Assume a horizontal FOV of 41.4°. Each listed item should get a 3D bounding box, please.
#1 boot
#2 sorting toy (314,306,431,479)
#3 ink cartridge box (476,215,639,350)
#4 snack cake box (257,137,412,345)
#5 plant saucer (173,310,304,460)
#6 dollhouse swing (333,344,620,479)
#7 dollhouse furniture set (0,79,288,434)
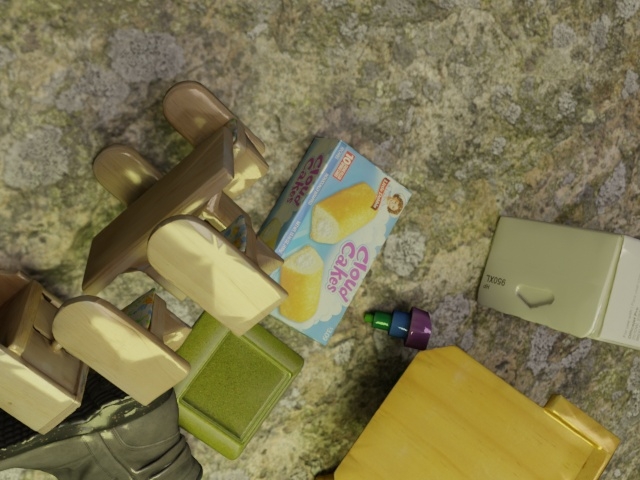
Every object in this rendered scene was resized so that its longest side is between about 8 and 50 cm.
[{"bbox_3d":[-0.330,0.304,1.111,0.338,0.118,0.222,-14,118,-12],"label":"boot"},{"bbox_3d":[0.077,0.276,1.339,0.126,0.127,0.365,13,89,1],"label":"sorting toy"},{"bbox_3d":[0.508,0.092,1.408,0.395,0.285,0.166,15,90,-29],"label":"ink cartridge box"},{"bbox_3d":[0.000,0.000,1.243,0.152,0.089,0.264,33,83,-27],"label":"snack cake box"},{"bbox_3d":[-0.130,0.208,1.233,0.188,0.045,0.188,41,79,-27],"label":"plant saucer"},{"bbox_3d":[0.226,0.377,1.299,0.346,0.305,0.315,-54,156,-12],"label":"dollhouse swing"},{"bbox_3d":[-0.271,-0.003,0.964,0.394,0.362,0.256,-38,119,16],"label":"dollhouse furniture set"}]
